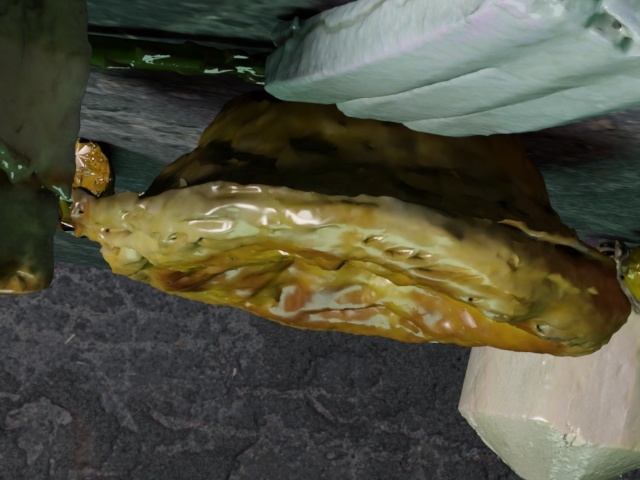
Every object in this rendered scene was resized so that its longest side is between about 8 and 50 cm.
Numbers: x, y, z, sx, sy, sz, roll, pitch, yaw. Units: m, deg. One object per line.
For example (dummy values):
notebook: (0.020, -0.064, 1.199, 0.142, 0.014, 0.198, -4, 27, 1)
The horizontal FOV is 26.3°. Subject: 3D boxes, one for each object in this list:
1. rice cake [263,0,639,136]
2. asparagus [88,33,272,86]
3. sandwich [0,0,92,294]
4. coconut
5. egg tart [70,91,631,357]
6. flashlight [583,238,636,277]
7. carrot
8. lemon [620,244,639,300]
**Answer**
rice cake: (0.070, -0.078, 0.565, 0.124, 0.038, 0.211, 12, 173, -21)
asparagus: (-0.104, -0.097, 0.714, 0.248, 0.024, 0.025, 7, -144, 15)
sandwich: (-0.190, -0.057, 0.577, 0.198, 0.155, 0.227, 8, 174, 9)
coconut: (0.274, 0.158, 1.510, 0.239, 0.244, 0.239, 8, 173, 1)
egg tart: (0.027, -0.012, 0.831, 0.341, 0.129, 0.341, 10, 173, 1)
flashlight: (0.281, 0.017, 1.188, 0.110, 0.052, 0.031, 2, 137, 8)
carrot: (-0.210, -0.043, 1.193, 0.069, 0.069, 0.228, 10, 173, -10)
lemon: (0.286, 0.028, 1.141, 0.083, 0.062, 0.062, 8, 174, -18)
